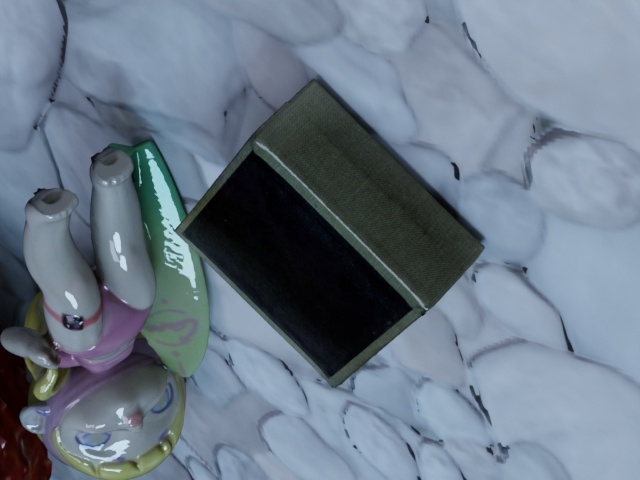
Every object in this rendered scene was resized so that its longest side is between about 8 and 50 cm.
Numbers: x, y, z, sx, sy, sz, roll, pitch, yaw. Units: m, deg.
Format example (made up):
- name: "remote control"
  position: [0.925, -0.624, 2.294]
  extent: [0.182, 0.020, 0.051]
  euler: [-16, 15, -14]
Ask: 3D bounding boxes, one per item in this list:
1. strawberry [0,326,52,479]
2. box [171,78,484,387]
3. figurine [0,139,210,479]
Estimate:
- name: "strawberry"
  position: [-0.218, 0.116, 0.842]
  extent: [0.257, 0.257, 0.277]
  euler: [27, 176, 25]
- name: "box"
  position: [0.000, 0.000, 0.647]
  extent: [0.079, 0.035, 0.083]
  euler: [44, 147, 0]
- name: "figurine"
  position: [-0.086, 0.027, 0.746]
  extent: [0.083, 0.083, 0.187]
  euler: [31, 151, 20]
